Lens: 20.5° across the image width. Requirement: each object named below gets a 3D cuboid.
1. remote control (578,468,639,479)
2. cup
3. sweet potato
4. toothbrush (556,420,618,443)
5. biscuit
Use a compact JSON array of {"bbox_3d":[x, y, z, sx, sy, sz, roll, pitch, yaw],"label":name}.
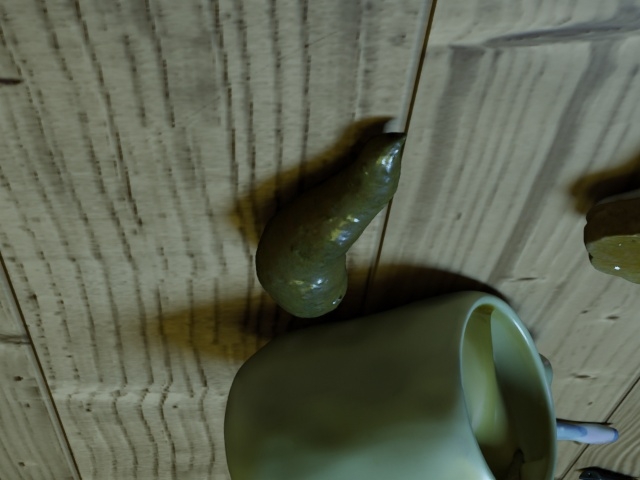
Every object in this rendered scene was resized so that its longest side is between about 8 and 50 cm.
[{"bbox_3d":[0.306,0.252,1.860,0.034,0.016,0.091,0,166,41],"label":"remote control"},{"bbox_3d":[0.060,0.116,1.320,0.202,0.255,0.173,-16,114,28],"label":"cup"},{"bbox_3d":[-0.001,0.000,1.085,0.069,0.059,0.249,-18,161,-19],"label":"sweet potato"},{"bbox_3d":[0.163,0.164,1.595,0.269,0.021,0.027,10,168,-31],"label":"toothbrush"},{"bbox_3d":[0.273,-0.011,1.087,0.181,0.049,0.208,15,158,-30],"label":"biscuit"}]
